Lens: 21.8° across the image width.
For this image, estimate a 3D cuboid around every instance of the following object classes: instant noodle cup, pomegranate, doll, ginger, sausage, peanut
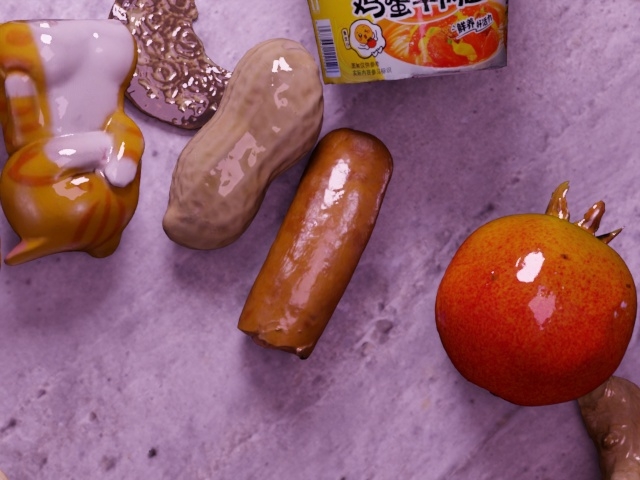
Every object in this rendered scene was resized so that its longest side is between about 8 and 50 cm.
[{"bbox_3d":[0.096,-0.277,1.805,0.264,0.264,0.200,-8,97,-14],"label":"instant noodle cup"},{"bbox_3d":[0.247,0.059,1.843,0.221,0.221,0.256,26,74,-11],"label":"pomegranate"},{"bbox_3d":[-0.272,-0.117,1.751,0.167,0.162,0.269,-5,83,-34],"label":"doll"},{"bbox_3d":[0.384,0.359,1.892,0.363,0.122,0.348,47,45,-33],"label":"ginger"},{"bbox_3d":[-0.002,-0.001,1.839,0.109,0.109,0.270,26,79,-11],"label":"sausage"},{"bbox_3d":[-0.078,-0.099,1.813,0.124,0.123,0.256,30,92,-10],"label":"peanut"}]

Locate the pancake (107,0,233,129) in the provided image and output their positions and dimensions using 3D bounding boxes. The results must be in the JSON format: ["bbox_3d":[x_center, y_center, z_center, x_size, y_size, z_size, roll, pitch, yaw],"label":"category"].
[{"bbox_3d":[-0.152,-0.219,1.854,0.184,0.020,0.190,-7,90,-13],"label":"pancake"}]

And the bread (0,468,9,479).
[{"bbox_3d":[-0.394,0.329,1.761,0.182,0.039,0.250,-31,94,-13],"label":"bread"}]
